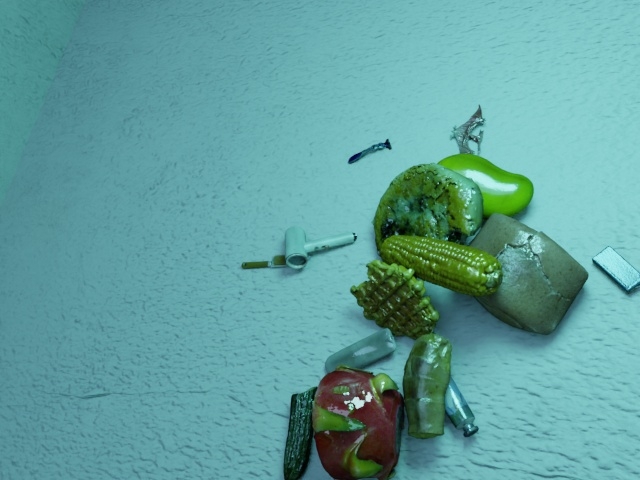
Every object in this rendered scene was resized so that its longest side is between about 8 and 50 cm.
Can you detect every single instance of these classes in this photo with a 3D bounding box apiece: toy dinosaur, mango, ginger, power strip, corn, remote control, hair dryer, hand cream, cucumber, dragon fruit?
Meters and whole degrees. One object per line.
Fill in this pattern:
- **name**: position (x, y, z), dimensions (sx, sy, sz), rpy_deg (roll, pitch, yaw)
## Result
- **toy dinosaur**: position (0.457, -0.323, 1.699), dimensions (0.108, 0.032, 0.220), rpy_deg (17, 85, 27)
- **mango**: position (0.450, -0.150, 1.554), dimensions (0.293, 0.143, 0.175), rpy_deg (20, 97, 29)
- **ginger**: position (0.266, 0.365, 1.379), dimensions (0.117, 0.109, 0.262), rpy_deg (8, 74, -5)
- **power strip**: position (0.748, 0.075, 1.374), dimensions (0.056, 0.032, 0.123), rpy_deg (-39, 57, 5)
- **corn**: position (0.297, 0.057, 1.389), dimensions (0.363, 0.120, 0.120), rpy_deg (14, 73, 48)
- **remote control**: position (0.105, 0.320, 1.545), dimensions (0.229, 0.044, 0.073), rpy_deg (-31, 59, 22)
- **hair dryer**: position (0.000, 0.000, 1.738), dimensions (0.237, 0.073, 0.131), rpy_deg (-14, 47, 11)
- **hand cream**: position (0.322, 0.390, 1.426), dimensions (0.088, 0.055, 0.256), rpy_deg (-40, 49, 12)
- **cucumber**: position (-0.056, 0.536, 1.521), dimensions (0.077, 0.077, 0.265), rpy_deg (-4, 68, 24)
- **dragon fruit**: position (0.114, 0.458, 1.359), dimensions (0.190, 0.290, 0.290), rpy_deg (-6, 65, 23)

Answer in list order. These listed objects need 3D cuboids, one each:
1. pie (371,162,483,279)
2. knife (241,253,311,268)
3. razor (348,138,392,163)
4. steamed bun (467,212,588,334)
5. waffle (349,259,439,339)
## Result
- **pie**: position (0.286, -0.065, 1.545), dimensions (0.371, 0.078, 0.296), rpy_deg (-42, 58, 36)
- **knife**: position (-0.151, 0.067, 1.810), dimensions (0.256, 0.022, 0.046), rpy_deg (-5, 59, 23)
- **razor**: position (0.159, -0.297, 1.828), dimensions (0.155, 0.028, 0.044), rpy_deg (-22, 60, 14)
- **steamed bun**: position (0.500, 0.074, 1.392), dimensions (0.251, 0.199, 0.301), rpy_deg (-49, 57, -2)
- **waffle**: position (0.194, 0.161, 1.476), dimensions (0.291, 0.291, 0.051), rpy_deg (26, 49, 32)
